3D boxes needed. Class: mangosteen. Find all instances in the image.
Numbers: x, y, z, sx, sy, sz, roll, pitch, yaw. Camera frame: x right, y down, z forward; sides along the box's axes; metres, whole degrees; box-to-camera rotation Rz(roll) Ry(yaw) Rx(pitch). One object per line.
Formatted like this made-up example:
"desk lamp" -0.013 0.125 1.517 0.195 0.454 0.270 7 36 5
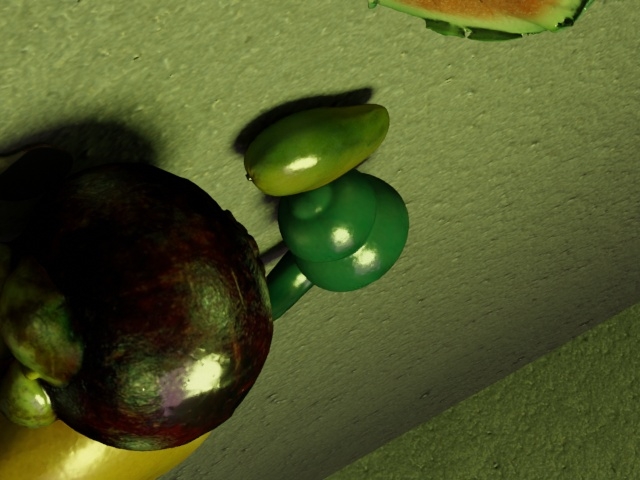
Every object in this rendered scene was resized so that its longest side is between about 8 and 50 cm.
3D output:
"mangosteen" -0.206 0.074 1.384 0.330 0.330 0.330 -26 160 -10

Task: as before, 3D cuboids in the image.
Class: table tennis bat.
"table tennis bat" -0.307 -0.071 1.329 0.087 0.013 0.156 -34 161 14

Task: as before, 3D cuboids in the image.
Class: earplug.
"earplug" -0.005 -0.005 1.767 0.258 0.163 0.280 -5 154 17

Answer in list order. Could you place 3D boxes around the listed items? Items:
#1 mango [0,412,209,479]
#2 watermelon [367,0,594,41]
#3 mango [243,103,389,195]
"mango" -0.285 0.215 1.637 0.300 0.232 0.446 -39 176 38
"watermelon" 0.193 -0.288 1.212 0.319 0.222 0.292 -32 156 5
"mango" -0.005 -0.105 1.570 0.191 0.085 0.122 -13 151 -38
